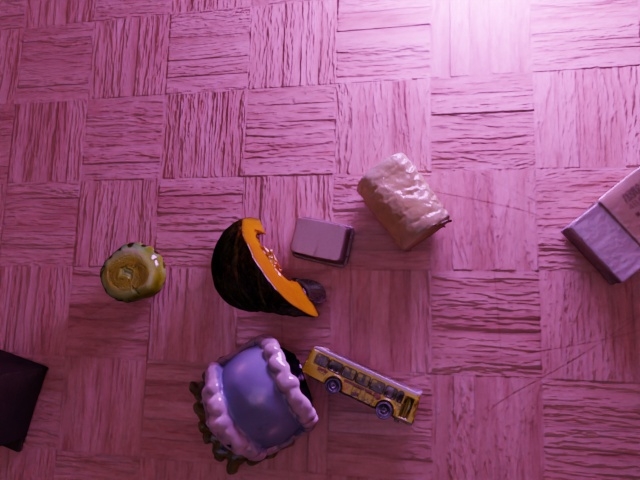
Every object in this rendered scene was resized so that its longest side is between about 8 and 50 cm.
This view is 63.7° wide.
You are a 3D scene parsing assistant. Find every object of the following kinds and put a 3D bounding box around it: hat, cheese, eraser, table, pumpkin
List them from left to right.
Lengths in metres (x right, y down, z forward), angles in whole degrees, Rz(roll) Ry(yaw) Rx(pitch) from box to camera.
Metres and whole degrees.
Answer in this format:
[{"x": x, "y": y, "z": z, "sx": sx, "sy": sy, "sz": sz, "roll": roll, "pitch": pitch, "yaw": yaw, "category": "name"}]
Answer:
[{"x": -0.729, "y": 0.344, "z": 1.084, "sx": 0.172, "sy": 0.169, "sz": 0.193, "roll": 14, "pitch": 86, "yaw": 13, "category": "table"}, {"x": -0.151, "y": 0.083, "z": 1.008, "sx": 0.163, "sy": 0.111, "sz": 0.278, "roll": -43, "pitch": 64, "yaw": 16, "category": "pumpkin"}, {"x": -0.033, "y": 0.110, "z": 1.043, "sx": 0.087, "sy": 0.058, "sz": 0.042, "roll": 20, "pitch": 129, "yaw": -8, "category": "hat"}, {"x": 0.160, "y": -0.074, "z": 1.001, "sx": 0.123, "sy": 0.094, "sz": 0.167, "roll": -36, "pitch": 77, "yaw": 7, "category": "cheese"}, {"x": 0.617, "y": -0.079, "z": 0.919, "sx": 0.343, "sy": 0.078, "sz": 0.144, "roll": -39, "pitch": 76, "yaw": 5, "category": "eraser"}]

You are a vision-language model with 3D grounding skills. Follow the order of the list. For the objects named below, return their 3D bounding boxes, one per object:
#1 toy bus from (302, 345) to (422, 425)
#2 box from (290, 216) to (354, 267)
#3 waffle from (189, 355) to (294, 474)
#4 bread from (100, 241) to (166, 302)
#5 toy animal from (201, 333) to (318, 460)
[{"x": 0.078, "y": 0.275, "z": 0.981, "sx": 0.226, "sy": 0.081, "sz": 0.074, "roll": 22, "pitch": 82, "yaw": 17, "category": "toy bus"}, {"x": 0.000, "y": 0.000, "z": 1.040, "sx": 0.122, "sy": 0.062, "sz": 0.089, "roll": 12, "pitch": 85, "yaw": 13, "category": "box"}, {"x": -0.156, "y": 0.336, "z": 1.028, "sx": 0.204, "sy": 0.054, "sz": 0.223, "roll": -28, "pitch": 79, "yaw": 7, "category": "waffle"}, {"x": -0.397, "y": 0.072, "z": 1.105, "sx": 0.139, "sy": 0.071, "sz": 0.130, "roll": -34, "pitch": 80, "yaw": 3, "category": "bread"}, {"x": -0.117, "y": 0.288, "z": 0.928, "sx": 0.204, "sy": 0.156, "sz": 0.208, "roll": -28, "pitch": 80, "yaw": -5, "category": "toy animal"}]
